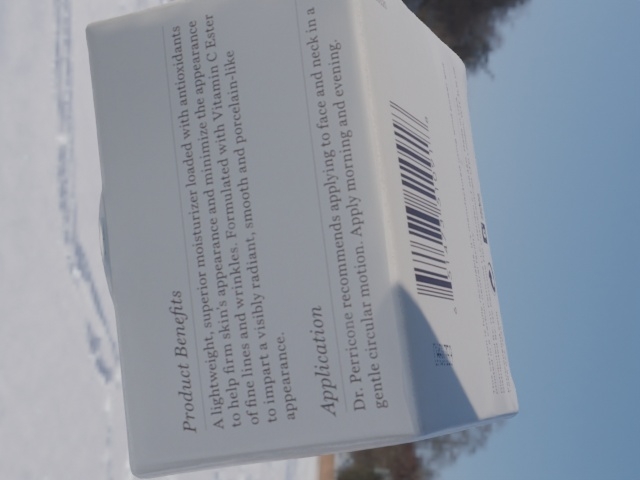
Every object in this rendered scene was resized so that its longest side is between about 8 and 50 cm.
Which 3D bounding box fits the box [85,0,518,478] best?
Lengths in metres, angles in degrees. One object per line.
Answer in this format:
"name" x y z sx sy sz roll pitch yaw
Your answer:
"box" 0.000 0.000 0.511 0.182 0.119 0.180 14 67 -69
